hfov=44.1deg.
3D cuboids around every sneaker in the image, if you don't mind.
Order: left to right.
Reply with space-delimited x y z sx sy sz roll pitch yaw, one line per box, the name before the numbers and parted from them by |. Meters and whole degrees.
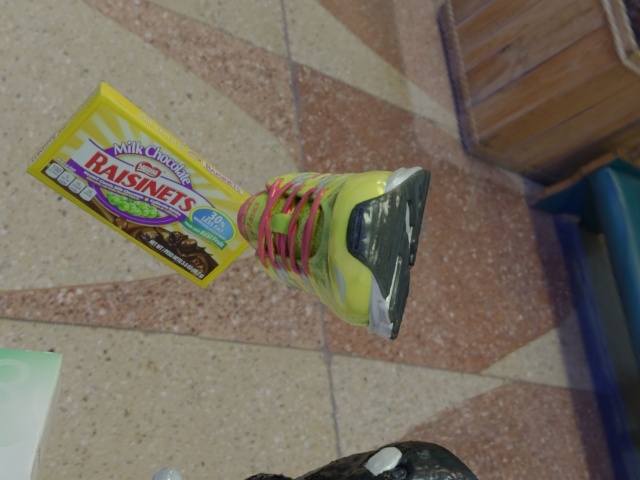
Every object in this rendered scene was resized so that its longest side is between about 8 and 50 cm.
sneaker | 0.000 0.000 0.414 0.094 0.208 0.082 13 87 -1

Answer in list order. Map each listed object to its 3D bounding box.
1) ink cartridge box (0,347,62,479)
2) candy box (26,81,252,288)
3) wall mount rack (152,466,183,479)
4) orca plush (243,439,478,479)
ink cartridge box | -0.308 0.174 0.595 0.180 0.056 0.225 7 38 -9
candy box | -0.151 -0.044 0.727 0.206 0.105 0.027 38 18 -31
wall mount rack | -0.038 0.266 0.302 0.130 0.350 0.304 -25 89 -20
orca plush | -0.029 0.212 0.529 0.151 0.287 0.102 28 21 -34
